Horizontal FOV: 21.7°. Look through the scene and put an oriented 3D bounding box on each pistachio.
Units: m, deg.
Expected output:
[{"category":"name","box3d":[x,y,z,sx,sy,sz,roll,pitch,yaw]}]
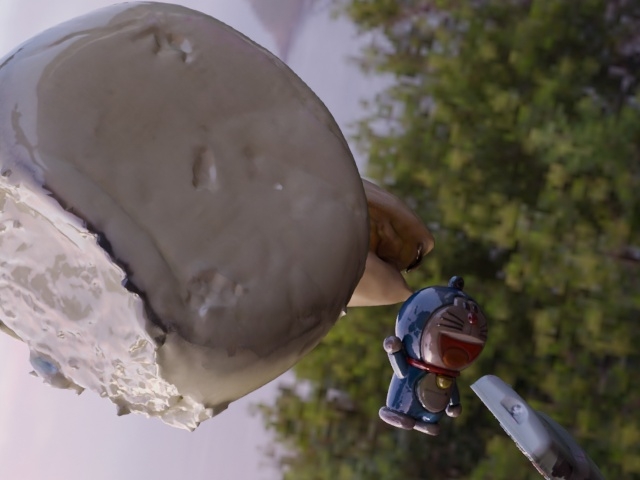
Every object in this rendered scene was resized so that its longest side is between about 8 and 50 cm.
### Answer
[{"category":"pistachio","box3d":[0.000,0.000,1.740,0.157,0.230,0.157,16,-90,-85]}]

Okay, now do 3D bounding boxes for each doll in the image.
[{"category":"doll","box3d":[0.107,0.105,1.574,0.085,0.114,0.152,22,93,53]}]

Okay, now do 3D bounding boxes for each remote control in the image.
[{"category":"remote control","box3d":[0.138,0.124,1.018,0.065,0.029,0.166,51,-177,30]}]

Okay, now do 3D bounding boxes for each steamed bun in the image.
[{"category":"steamed bun","box3d":[-0.135,-0.019,1.360,0.312,0.334,0.233,-31,-7,-41]}]
